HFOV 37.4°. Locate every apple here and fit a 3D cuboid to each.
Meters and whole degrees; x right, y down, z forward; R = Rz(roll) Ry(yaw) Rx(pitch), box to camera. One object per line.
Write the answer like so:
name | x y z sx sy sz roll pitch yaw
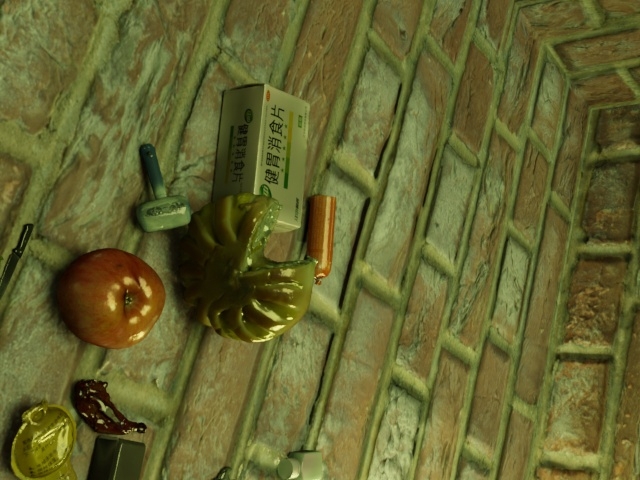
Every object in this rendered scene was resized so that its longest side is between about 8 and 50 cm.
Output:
apple | -0.410 0.117 1.865 0.209 0.164 0.209 2 88 -49

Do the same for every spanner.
spanner | -0.281 0.565 2.115 0.254 0.015 0.054 -10 98 -51

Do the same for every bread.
bread | -0.172 0.068 2.056 0.160 0.333 0.333 -41 122 -74

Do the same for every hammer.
hammer | -0.352 -0.117 2.025 0.116 0.069 0.193 -14 83 -18

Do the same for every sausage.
sausage | 0.000 0.000 2.455 0.071 0.071 0.234 14 77 -50

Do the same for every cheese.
cheese | -0.515 0.417 1.797 0.156 0.064 0.250 -37 125 -45

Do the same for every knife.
knife | -0.580 0.042 1.781 0.023 0.010 0.170 37 61 -44

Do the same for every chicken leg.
chicken leg | -0.430 0.351 1.922 0.205 0.053 0.093 63 30 -33

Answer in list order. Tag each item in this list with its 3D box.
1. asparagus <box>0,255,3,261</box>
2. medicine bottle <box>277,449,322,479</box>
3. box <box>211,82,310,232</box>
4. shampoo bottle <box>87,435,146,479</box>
asparagus | -0.679 0.031 1.617 0.278 0.067 0.060 10 53 -54
medicine bottle | -0.051 0.568 2.368 0.118 0.055 0.074 7 83 -52
box | -0.141 -0.187 2.235 0.173 0.145 0.332 15 76 -48
shampoo bottle | -0.423 0.521 1.891 0.079 0.080 0.246 25 68 -46
